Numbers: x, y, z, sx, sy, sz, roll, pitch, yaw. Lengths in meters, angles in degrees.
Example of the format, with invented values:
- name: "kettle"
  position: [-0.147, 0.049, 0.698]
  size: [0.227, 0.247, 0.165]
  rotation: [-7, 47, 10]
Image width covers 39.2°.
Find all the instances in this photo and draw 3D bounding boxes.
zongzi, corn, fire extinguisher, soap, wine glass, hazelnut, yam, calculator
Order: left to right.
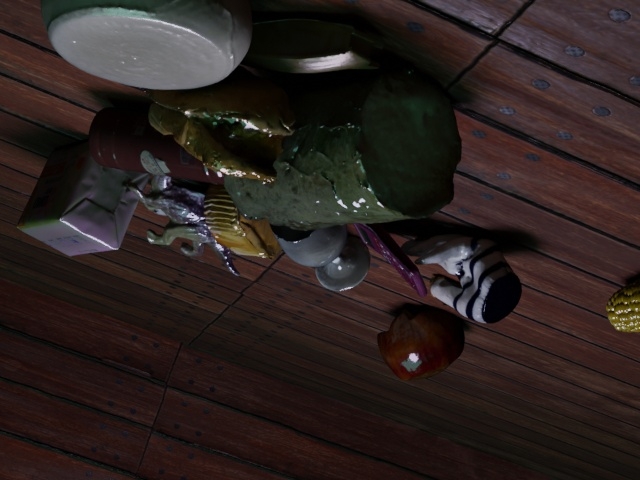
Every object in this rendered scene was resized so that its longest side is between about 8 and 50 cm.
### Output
- name: "soap"
  position: [-0.454, -0.078, 1.723]
  size: [0.138, 0.182, 0.199]
  rotation: [33, 155, -36]
- name: "fire extinguisher"
  position: [-0.209, -0.140, 1.415]
  size: [0.344, 0.102, 0.138]
  rotation: [10, -157, 24]
- name: "wine glass"
  position: [0.000, 0.000, 1.626]
  size: [0.126, 0.126, 0.241]
  rotation: [7, 160, 28]
- name: "yam"
  position: [0.016, -0.113, 1.196]
  size: [0.300, 0.195, 0.195]
  rotation: [-4, 151, 45]
- name: "calculator"
  position: [0.120, 0.017, 1.586]
  size: [0.190, 0.034, 0.127]
  rotation: [46, 174, 27]
- name: "hazelnut"
  position: [0.231, 0.231, 2.051]
  size: [0.201, 0.161, 0.170]
  rotation: [-34, 152, 19]
- name: "zongzi"
  position: [0.267, 0.096, 1.790]
  size: [0.083, 0.040, 0.076]
  rotation: [-10, 142, 32]
- name: "corn"
  position: [0.563, 0.089, 1.402]
  size: [0.101, 0.101, 0.310]
  rotation: [22, 166, -11]

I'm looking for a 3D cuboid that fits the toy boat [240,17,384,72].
- name: "toy boat"
  position: [-0.023, -0.232, 1.098]
  size: [0.206, 0.064, 0.072]
  rotation: [9, 174, 25]

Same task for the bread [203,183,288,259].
- name: "bread"
  position: [-0.133, -0.048, 1.597]
  size: [0.114, 0.132, 0.190]
  rotation: [8, 156, 30]

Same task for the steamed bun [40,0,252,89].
- name: "steamed bun"
  position: [-0.189, -0.270, 1.006]
  size: [0.231, 0.145, 0.232]
  rotation: [4, 167, 1]

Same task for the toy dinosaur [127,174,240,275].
- name: "toy dinosaur"
  position: [-0.254, -0.048, 1.669]
  size: [0.162, 0.077, 0.294]
  rotation: [-9, 134, 31]

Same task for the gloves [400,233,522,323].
- name: "gloves"
  position: [0.244, 0.045, 1.558]
  size: [0.219, 0.131, 0.140]
  rotation: [52, 176, 47]

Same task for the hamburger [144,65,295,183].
- name: "hamburger"
  position: [-0.148, -0.175, 1.151]
  size: [0.131, 0.124, 0.262]
  rotation: [8, -161, -41]

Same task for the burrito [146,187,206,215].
- name: "burrito"
  position: [-0.249, -0.071, 1.752]
  size: [0.203, 0.064, 0.064]
  rotation: [8, 159, 21]
